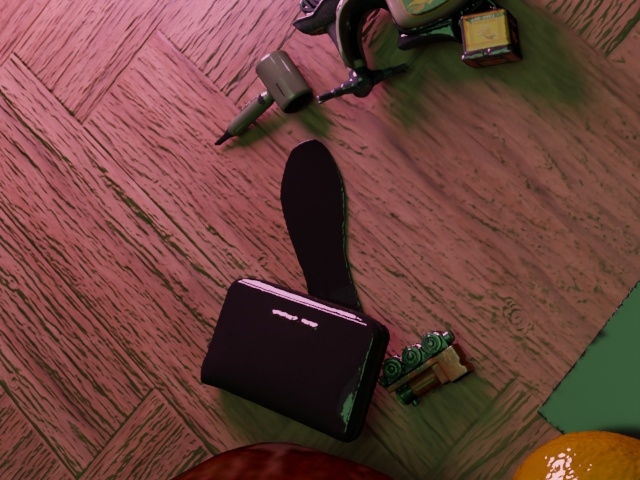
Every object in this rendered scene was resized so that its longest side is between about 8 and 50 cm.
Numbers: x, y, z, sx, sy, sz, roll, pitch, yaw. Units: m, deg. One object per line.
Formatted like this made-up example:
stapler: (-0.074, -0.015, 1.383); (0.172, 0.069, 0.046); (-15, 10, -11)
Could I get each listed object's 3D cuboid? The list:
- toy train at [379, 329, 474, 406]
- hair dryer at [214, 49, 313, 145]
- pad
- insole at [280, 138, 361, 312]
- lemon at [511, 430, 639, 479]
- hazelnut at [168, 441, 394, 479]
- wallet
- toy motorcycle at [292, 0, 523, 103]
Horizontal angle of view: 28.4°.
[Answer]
toy train: (0.118, 0.147, 1.438); (0.103, 0.044, 0.064); (-35, 81, 17)
hair dryer: (-0.081, -0.164, 1.569); (0.150, 0.047, 0.071); (-40, 70, 22)
pad: (0.368, 0.142, 1.341); (0.170, 0.006, 0.245); (40, 100, 24)
insole: (0.000, 0.000, 1.529); (0.086, 0.005, 0.253); (-16, 77, 23)
lemon: (0.277, 0.281, 1.272); (0.203, 0.178, 0.178); (0, 83, 26)
hazelnut: (-0.079, 0.406, 1.312); (0.429, 0.402, 0.402); (-10, 79, 35)
wallet: (-0.037, 0.133, 1.488); (0.250, 0.044, 0.149); (19, 90, 38)
toy motorcycle: (0.092, -0.255, 1.474); (0.263, 0.091, 0.157); (-10, 84, 21)
